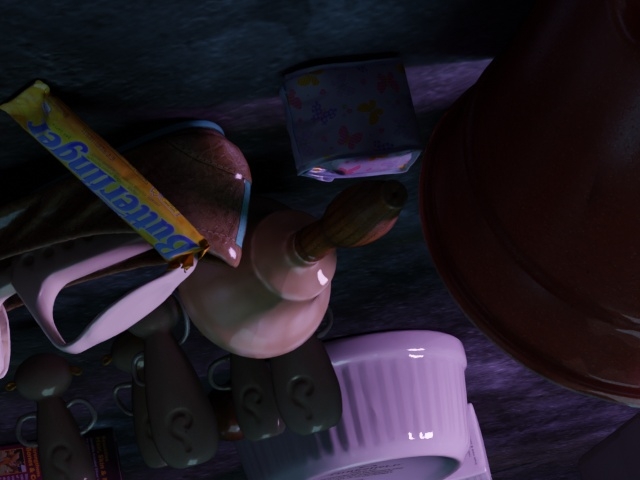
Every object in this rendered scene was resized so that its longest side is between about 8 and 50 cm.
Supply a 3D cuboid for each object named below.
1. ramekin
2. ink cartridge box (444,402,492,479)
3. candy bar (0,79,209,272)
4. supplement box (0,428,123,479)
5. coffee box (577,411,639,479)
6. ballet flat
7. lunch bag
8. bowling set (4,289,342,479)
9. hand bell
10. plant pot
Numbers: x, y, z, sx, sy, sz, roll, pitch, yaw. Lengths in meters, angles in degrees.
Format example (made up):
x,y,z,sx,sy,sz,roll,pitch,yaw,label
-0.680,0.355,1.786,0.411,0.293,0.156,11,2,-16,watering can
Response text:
x,y,z,sx,sy,sz,roll,pitch,yaw,label
0.034,0.200,1.788,0.273,0.127,0.273,-11,160,-4,ramekin
0.101,0.284,2.110,0.212,0.093,0.154,-13,161,4,ink cartridge box
-0.134,-0.039,1.077,0.040,0.018,0.161,-32,112,36,candy bar
-0.306,0.273,1.800,0.188,0.104,0.081,-7,160,-17,supplement box
0.383,0.191,1.366,0.297,0.119,0.168,-5,159,-15,coffee box
-0.202,0.025,1.174,0.342,0.124,0.116,-17,160,11,ballet flat
0.017,-0.079,1.113,0.083,0.071,0.053,-8,163,-20,lunch bag
-0.122,0.116,1.498,0.287,0.154,0.200,-15,179,1,bowling set
0.000,0.000,1.169,0.126,0.126,0.242,-3,168,-26,hand bell
0.219,-0.081,0.998,0.272,0.272,0.265,-7,151,-16,plant pot
